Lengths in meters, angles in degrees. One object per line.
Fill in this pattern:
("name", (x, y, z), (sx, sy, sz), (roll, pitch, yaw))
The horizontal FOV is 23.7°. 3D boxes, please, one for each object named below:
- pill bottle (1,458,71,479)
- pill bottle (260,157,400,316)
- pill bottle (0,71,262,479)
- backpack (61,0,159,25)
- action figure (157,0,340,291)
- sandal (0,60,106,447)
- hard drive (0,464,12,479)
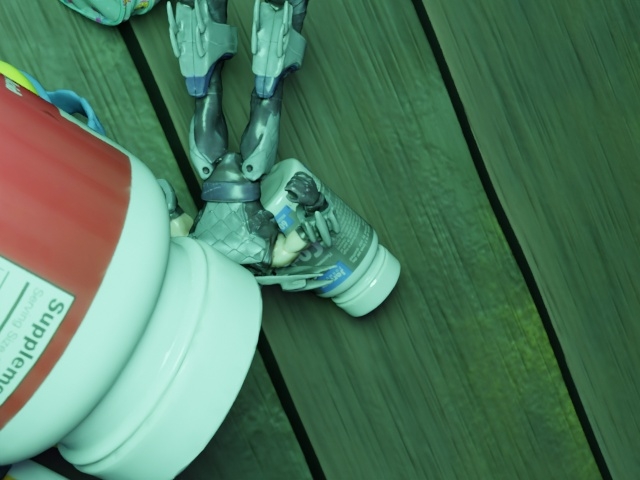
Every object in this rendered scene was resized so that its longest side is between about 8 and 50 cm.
("pill bottle", (-0.257, 0.297, 1.114), (0.152, 0.152, 0.272), (36, 71, -24))
("pill bottle", (0.000, 0.000, 1.316), (0.137, 0.078, 0.078), (41, 69, -21))
("pill bottle", (-0.246, -0.001, 0.960), (0.407, 0.229, 0.229), (32, 73, -26))
("backpack", (-0.169, -0.261, 1.191), (0.115, 0.152, 0.182), (-39, 144, -19))
("action figure", (-0.072, -0.062, 1.218), (0.185, 0.099, 0.285), (2, 95, 9))
("sandal", (-0.203, 0.007, 1.184), (0.138, 0.126, 0.317), (-44, 129, -66))
("hard drive", (-0.359, 0.187, 1.048), (0.254, 0.054, 0.172), (-42, 92, 0))
